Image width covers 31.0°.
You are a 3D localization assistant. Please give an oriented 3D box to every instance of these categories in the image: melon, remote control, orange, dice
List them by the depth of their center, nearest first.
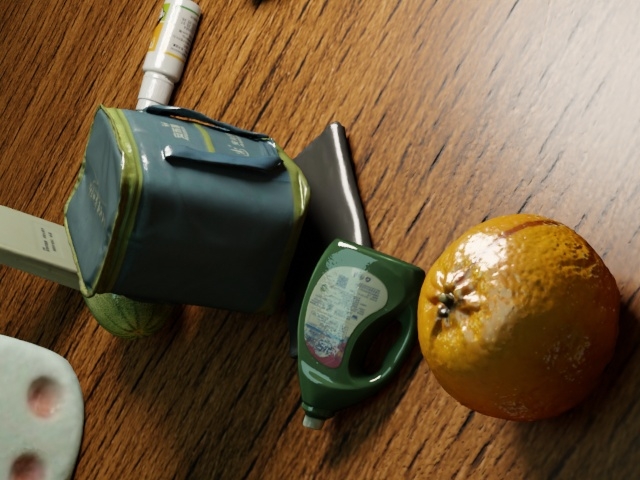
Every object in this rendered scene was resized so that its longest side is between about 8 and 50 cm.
[{"bbox_3d":[0.178,0.069,1.067,0.193,0.161,0.193,-20,59,37],"label":"orange"},{"bbox_3d":[-0.268,0.049,1.615,0.139,0.139,0.192,-41,49,29],"label":"melon"},{"bbox_3d":[-0.526,0.280,1.697,0.265,0.268,0.262,-11,65,45],"label":"dice"},{"bbox_3d":[-0.472,-0.003,1.762,0.038,0.285,0.123,-52,41,22],"label":"remote control"}]

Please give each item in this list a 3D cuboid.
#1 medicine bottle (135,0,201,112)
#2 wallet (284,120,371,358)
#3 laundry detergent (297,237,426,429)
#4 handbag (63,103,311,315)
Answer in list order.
[{"bbox_3d":[-0.252,-0.273,1.836,0.092,0.061,0.220,163,124,-73],"label":"medicine bottle"},{"bbox_3d":[-0.001,0.000,1.418,0.146,0.030,0.285,-34,49,30],"label":"wallet"},{"bbox_3d":[0.034,0.113,1.277,0.137,0.063,0.210,20,93,21],"label":"laundry detergent"},{"bbox_3d":[-0.168,-0.040,1.426,0.222,0.241,0.263,-69,29,23],"label":"handbag"}]
